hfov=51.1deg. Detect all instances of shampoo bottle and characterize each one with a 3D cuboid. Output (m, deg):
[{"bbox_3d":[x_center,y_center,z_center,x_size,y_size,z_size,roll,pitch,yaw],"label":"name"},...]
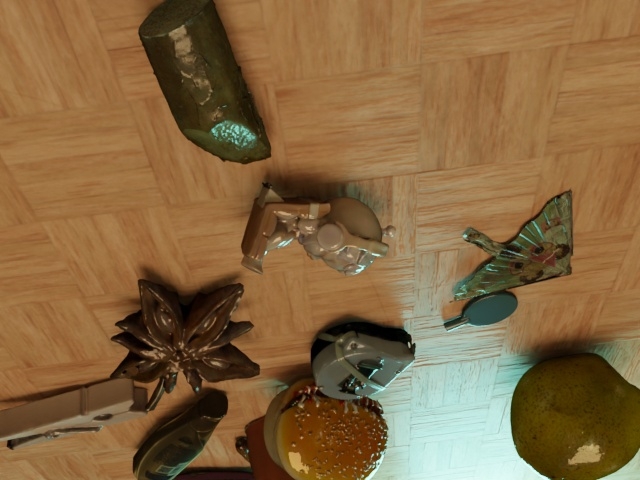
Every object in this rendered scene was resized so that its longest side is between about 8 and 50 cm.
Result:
[{"bbox_3d":[-0.323,0.461,1.556,0.125,0.084,0.350,17,133,-29],"label":"shampoo bottle"}]

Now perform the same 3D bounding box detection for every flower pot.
[{"bbox_3d":[-0.083,0.528,1.602,0.190,0.173,0.191,-5,137,-5],"label":"flower pot"}]

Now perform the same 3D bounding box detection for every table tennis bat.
[{"bbox_3d":[0.321,0.146,1.344,0.155,0.019,0.100,-27,135,19],"label":"table tennis bat"}]

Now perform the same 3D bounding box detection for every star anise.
[{"bbox_3d":[-0.263,0.191,1.247,0.292,0.109,0.350,-4,129,7],"label":"star anise"}]

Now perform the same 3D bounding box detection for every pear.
[{"bbox_3d":[0.556,0.394,1.471,0.293,0.294,0.294,-4,139,-4],"label":"pear"}]

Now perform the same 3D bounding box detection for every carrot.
[{"bbox_3d":[-0.182,0.549,1.713,0.035,0.036,0.165,-12,140,6],"label":"carrot"}]

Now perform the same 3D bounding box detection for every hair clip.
[{"bbox_3d":[-0.536,0.373,1.424,0.330,0.085,0.101,-14,140,5],"label":"hair clip"}]

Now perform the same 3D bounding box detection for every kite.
[{"bbox_3d":[0.365,0.025,1.218,0.267,0.013,0.323,16,131,-26],"label":"kite"}]

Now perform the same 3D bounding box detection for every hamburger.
[{"bbox_3d":[0.017,0.422,1.462,0.295,0.227,0.151,27,151,-37],"label":"hamburger"}]

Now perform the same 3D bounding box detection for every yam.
[{"bbox_3d":[-0.140,-0.181,0.850,0.106,0.106,0.259,-13,137,6],"label":"yam"}]

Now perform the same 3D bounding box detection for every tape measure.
[{"bbox_3d":[0.072,0.246,1.356,0.181,0.107,0.181,12,129,-24],"label":"tape measure"}]

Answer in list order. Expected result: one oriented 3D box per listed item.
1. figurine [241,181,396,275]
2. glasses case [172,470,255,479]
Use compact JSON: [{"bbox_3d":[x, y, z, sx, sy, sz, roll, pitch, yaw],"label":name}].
[{"bbox_3d":[0.001,-0.004,1.033,0.236,0.162,0.141,9,94,-20],"label":"figurine"},{"bbox_3d":[-0.271,0.672,1.805,0.316,0.076,0.123,4,137,-12],"label":"glasses case"}]
